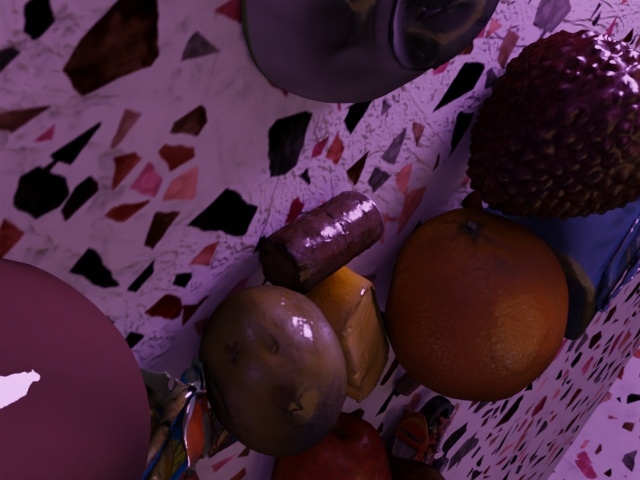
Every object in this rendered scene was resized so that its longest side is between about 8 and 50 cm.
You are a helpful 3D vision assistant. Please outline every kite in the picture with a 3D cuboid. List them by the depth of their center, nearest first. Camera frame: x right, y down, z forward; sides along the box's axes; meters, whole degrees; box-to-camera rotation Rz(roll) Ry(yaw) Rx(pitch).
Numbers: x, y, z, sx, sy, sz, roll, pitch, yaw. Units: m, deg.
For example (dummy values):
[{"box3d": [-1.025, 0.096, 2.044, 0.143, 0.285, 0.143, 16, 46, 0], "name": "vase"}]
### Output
[{"box3d": [-0.095, 0.210, 1.330, 0.160, 0.010, 0.183, -53, 150, 5], "name": "kite"}]

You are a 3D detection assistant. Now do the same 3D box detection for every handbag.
[{"box3d": [0.372, -0.016, 1.594, 0.241, 0.222, 0.263, -52, 152, -15], "name": "handbag"}]

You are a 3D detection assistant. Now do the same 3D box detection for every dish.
[{"box3d": [0.086, -0.250, 0.955, 0.324, 0.124, 0.324, -39, 150, -28], "name": "dish"}]

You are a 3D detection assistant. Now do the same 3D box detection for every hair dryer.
[{"box3d": [0.167, 0.202, 1.665, 0.064, 0.117, 0.181, -31, 165, -42], "name": "hair dryer"}]

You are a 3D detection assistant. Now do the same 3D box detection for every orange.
[{"box3d": [0.201, 0.082, 1.401, 0.264, 0.264, 0.264, -39, 150, -28], "name": "orange"}]

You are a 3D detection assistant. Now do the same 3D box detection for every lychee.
[{"box3d": [0.307, -0.132, 1.345, 0.271, 0.271, 0.271, -39, 150, -28], "name": "lychee"}]

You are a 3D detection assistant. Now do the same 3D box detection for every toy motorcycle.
[{"box3d": [0.139, 0.402, 1.848, 0.171, 0.089, 0.298, -7, 127, -55], "name": "toy motorcycle"}]

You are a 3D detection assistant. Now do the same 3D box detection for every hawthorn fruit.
[{"box3d": [0.014, 0.324, 1.470, 0.189, 0.189, 0.189, -39, 150, -28], "name": "hawthorn fruit"}]

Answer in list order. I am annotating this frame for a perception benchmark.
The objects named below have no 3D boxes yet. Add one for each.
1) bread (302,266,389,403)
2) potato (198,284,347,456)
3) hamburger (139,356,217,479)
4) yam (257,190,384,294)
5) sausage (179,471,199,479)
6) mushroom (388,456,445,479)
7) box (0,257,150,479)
[{"box3d": [0.027, 0.112, 1.326, 0.102, 0.094, 0.245, -55, 156, -20], "name": "bread"}, {"box3d": [-0.052, 0.147, 1.140, 0.251, 0.159, 0.174, 90, 1, -70], "name": "potato"}, {"box3d": [-0.224, 0.220, 1.010, 0.260, 0.150, 0.276, -46, 177, 22], "name": "hamburger"}, {"box3d": [0.000, 0.001, 1.170, 0.141, 0.079, 0.079, -34, 147, -37], "name": "yam"}, {"box3d": [-0.157, 0.327, 1.343, 0.029, 0.029, 0.223, -42, 151, -23], "name": "sausage"}, {"box3d": [0.117, 0.491, 1.623, 0.356, 0.330, 0.334, 14, 147, -30], "name": "mushroom"}, {"box3d": [-0.265, 0.142, 0.695, 0.216, 0.301, 0.300, -18, 136, -61], "name": "box"}]
